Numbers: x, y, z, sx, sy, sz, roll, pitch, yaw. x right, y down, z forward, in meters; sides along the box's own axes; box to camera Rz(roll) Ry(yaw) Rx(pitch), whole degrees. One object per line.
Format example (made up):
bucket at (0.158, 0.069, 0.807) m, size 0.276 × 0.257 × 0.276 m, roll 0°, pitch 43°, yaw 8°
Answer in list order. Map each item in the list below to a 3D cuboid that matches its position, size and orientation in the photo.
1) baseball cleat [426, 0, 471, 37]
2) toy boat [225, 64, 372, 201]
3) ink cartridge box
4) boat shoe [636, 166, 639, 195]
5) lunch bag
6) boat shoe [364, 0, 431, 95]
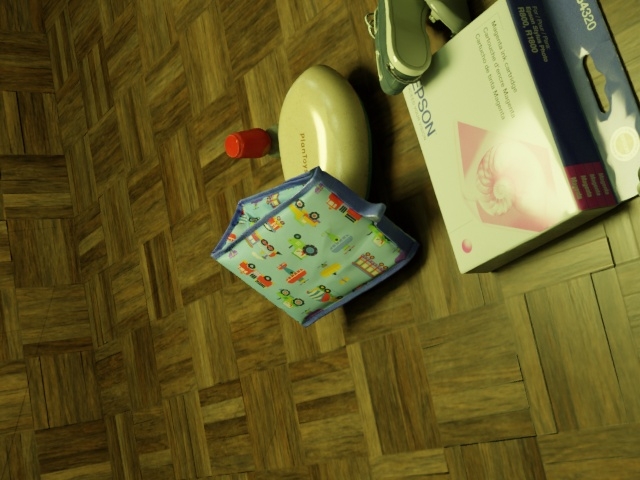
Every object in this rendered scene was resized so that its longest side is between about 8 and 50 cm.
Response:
baseball cleat at (0.187, -0.408, 1.327) m, size 0.109 × 0.072 × 0.206 m, roll -40°, pitch 66°, yaw 37°
toy boat at (-0.023, -0.175, 1.595) m, size 0.318 × 0.148 × 0.268 m, roll 8°, pitch 104°, yaw 46°
ink cartridge box at (0.270, -0.158, 1.238) m, size 0.330 × 0.071 × 0.324 m, roll -36°, pitch 64°, yaw 51°
boat shoe at (0.423, -0.065, 1.013) m, size 0.119 × 0.121 × 0.335 m, roll 11°, pitch 91°, yaw 61°
lunch bag at (0.000, 0.000, 1.478) m, size 0.293 × 0.221 × 0.138 m, roll -26°, pitch 32°, yaw 48°
boat shoe at (0.122, -0.332, 1.367) m, size 0.079 × 0.095 × 0.255 m, roll -47°, pitch 38°, yaw 51°
